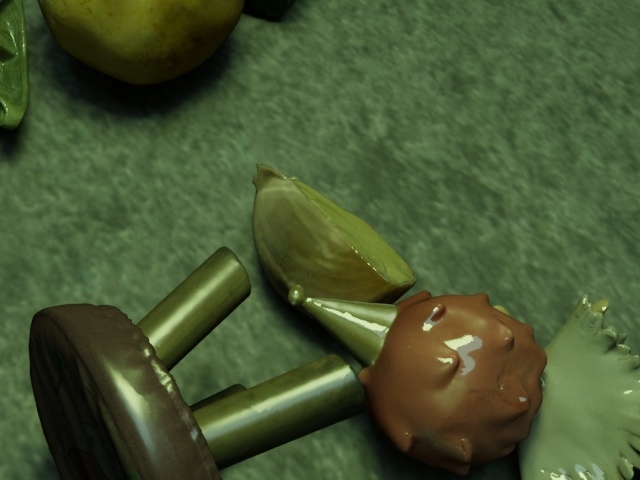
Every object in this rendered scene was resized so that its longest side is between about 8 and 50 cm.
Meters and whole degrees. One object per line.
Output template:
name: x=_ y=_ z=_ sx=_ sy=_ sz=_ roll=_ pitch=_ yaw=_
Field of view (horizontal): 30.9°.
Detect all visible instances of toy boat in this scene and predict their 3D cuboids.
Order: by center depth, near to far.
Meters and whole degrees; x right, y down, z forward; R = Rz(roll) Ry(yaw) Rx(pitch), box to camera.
toy boat: x=-0.337 y=-0.182 z=1.194 sx=0.071 sy=0.089 sz=0.185 roll=-27 pitch=56 yaw=28

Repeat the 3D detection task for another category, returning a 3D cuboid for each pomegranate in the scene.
pomegranate: x=-0.186 y=-0.269 z=1.201 sx=0.233 sy=0.233 sz=0.233 roll=3 pitch=56 yaw=-5

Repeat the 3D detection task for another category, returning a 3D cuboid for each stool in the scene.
stool: x=-0.097 y=0.153 z=0.903 sx=0.178 sy=0.272 sz=0.272 roll=-22 pitch=62 yaw=-27

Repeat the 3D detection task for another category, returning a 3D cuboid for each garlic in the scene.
garlic: x=-0.001 y=0.015 z=1.099 sx=0.195 sy=0.101 sz=0.087 roll=43 pitch=30 yaw=27

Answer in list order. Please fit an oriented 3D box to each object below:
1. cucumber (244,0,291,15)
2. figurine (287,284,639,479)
cucumber: x=-0.036 y=-0.361 z=1.324 sx=0.191 sy=0.130 sz=0.191 roll=3 pitch=57 yaw=-5
figurine: x=0.148 y=0.131 z=1.018 sx=0.387 sy=0.166 sz=0.207 roll=15 pitch=93 yaw=-5
